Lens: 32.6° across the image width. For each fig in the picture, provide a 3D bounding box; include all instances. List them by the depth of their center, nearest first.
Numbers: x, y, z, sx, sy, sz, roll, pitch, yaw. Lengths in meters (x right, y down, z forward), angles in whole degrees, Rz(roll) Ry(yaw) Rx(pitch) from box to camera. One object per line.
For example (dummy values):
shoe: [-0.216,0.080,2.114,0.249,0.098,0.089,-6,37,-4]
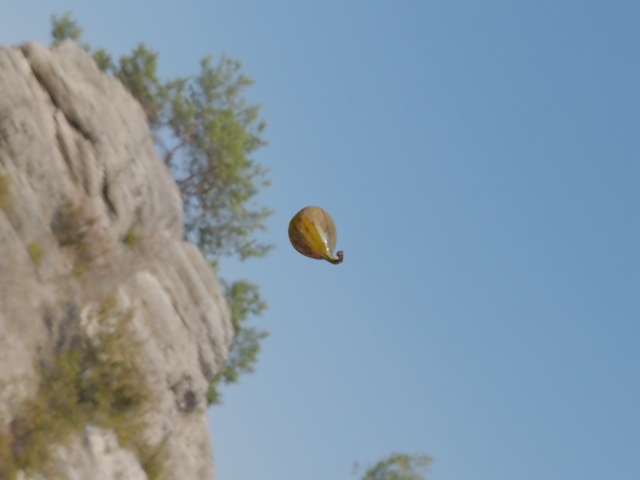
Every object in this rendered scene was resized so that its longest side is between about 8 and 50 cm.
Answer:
fig: [0.000,0.000,1.065,0.083,0.050,0.050,47,-23,47]
